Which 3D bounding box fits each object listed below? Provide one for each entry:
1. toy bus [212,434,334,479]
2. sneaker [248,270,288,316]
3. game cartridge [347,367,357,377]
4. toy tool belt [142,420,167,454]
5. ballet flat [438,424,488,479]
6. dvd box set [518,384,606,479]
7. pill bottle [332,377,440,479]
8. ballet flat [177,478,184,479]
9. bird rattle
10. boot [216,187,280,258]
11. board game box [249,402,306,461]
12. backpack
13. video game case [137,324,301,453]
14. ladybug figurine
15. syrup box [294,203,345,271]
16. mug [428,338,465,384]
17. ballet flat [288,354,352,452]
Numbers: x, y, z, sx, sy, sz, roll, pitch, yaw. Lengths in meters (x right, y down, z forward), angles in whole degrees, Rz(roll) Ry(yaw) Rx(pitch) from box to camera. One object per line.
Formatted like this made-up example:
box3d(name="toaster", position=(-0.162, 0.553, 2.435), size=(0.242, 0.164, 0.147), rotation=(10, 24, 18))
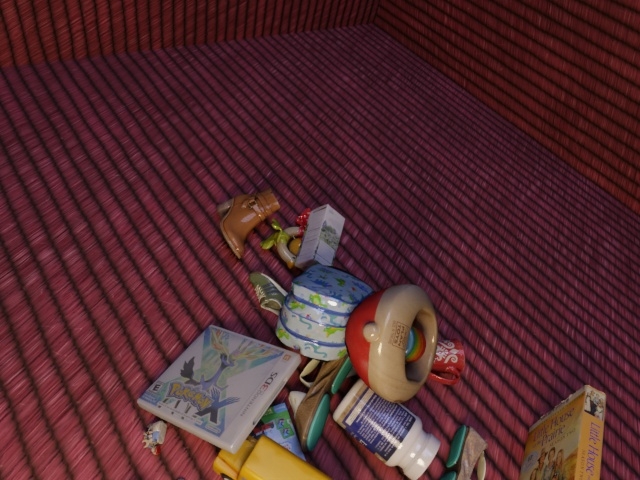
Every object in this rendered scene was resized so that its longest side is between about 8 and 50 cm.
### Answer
box3d(name="toy bus", position=(-0.085, 0.564, 1.071), size=(0.333, 0.130, 0.108), rotation=(29, 48, 10))
box3d(name="sneaker", position=(-0.173, 0.178, 1.495), size=(0.192, 0.064, 0.086), rotation=(36, 44, 12))
box3d(name="game cartridge", position=(0.080, 0.381, 1.421), size=(0.056, 0.017, 0.083), rotation=(-12, 53, -21))
box3d(name="toy tool belt", position=(-0.419, 0.495, 1.153), size=(0.051, 0.052, 0.083), rotation=(-15, 44, 12))
box3d(name="ballet flat", position=(0.373, 0.637, 1.218), size=(0.106, 0.107, 0.316), rotation=(38, 50, 8))
box3d(name="dvd box set", position=(0.593, 0.607, 1.168), size=(0.062, 0.307, 0.420), rotation=(28, 48, 13))
box3d(name="pill bottle", position=(0.178, 0.503, 1.243), size=(0.265, 0.153, 0.153), rotation=(36, 49, 17))
box3d(name="ballet flat", position=(-0.346, 0.609, 1.070), size=(0.041, 0.041, 0.114), rotation=(22, 46, 3))
box3d(name="bird rattle", position=(-0.085, 0.006, 1.673), size=(0.253, 0.143, 0.207), rotation=(-9, 63, -40))
box3d(name="boot", position=(-0.241, -0.072, 1.641), size=(0.220, 0.109, 0.283), rotation=(-20, 41, -4))
box3d(name="board game box", position=(-0.132, 0.547, 1.191), size=(0.160, 0.039, 0.211), rotation=(-10, 54, -25))
box3d(name="backpack", position=(0.015, 0.201, 1.340), size=(0.290, 0.273, 0.355), rotation=(27, 34, 16))
box3d(name="video game case", position=(-0.263, 0.369, 1.218), size=(0.329, 0.036, 0.300), rotation=(10, 38, 30))
box3d(name="ladybug figurine", position=(0.189, 0.263, 1.222), size=(0.162, 0.449, 0.305), rotation=(8, 73, 29))
box3d(name="syrup box", position=(0.000, 0.000, 1.602), size=(0.093, 0.096, 0.237), rotation=(38, 51, -31))
box3d(name="mug", position=(0.354, 0.369, 1.435), size=(0.169, 0.113, 0.150), rotation=(2, 7, -9))
box3d(name="ballet flat", position=(-0.012, 0.421, 1.301), size=(0.124, 0.116, 0.342), rotation=(12, 47, 23))
